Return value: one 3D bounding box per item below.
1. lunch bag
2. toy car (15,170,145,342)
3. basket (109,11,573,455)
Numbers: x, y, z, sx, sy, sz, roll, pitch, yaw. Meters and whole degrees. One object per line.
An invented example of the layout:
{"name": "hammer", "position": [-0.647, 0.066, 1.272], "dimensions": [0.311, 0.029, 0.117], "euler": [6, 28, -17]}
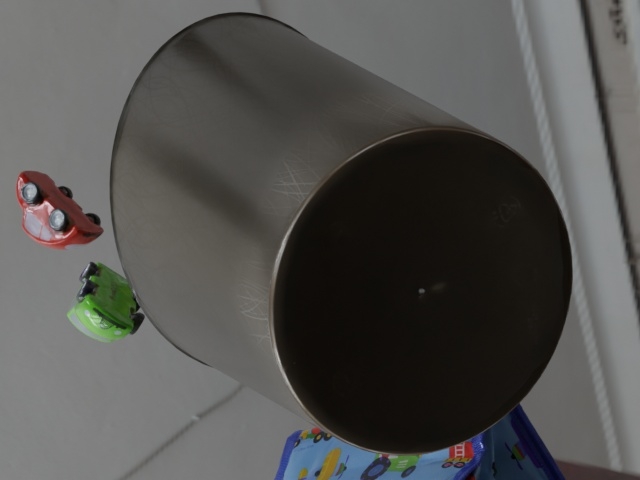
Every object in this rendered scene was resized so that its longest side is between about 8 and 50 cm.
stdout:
{"name": "lunch bag", "position": [0.116, 0.269, 0.828], "dimensions": [0.293, 0.221, 0.138], "euler": [49, -136, -18]}
{"name": "toy car", "position": [-0.205, 0.041, 1.023], "dimensions": [0.239, 0.225, 0.053], "euler": [35, -77, -17]}
{"name": "basket", "position": [0.000, 0.000, 0.500], "dimensions": [0.154, 0.227, 0.204], "euler": [-9, -75, -20]}
